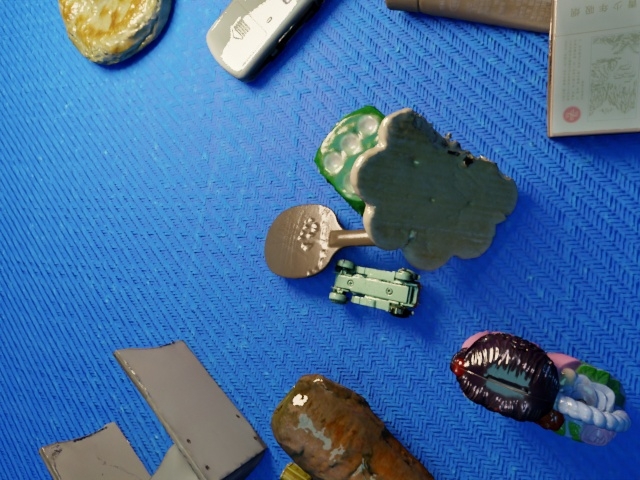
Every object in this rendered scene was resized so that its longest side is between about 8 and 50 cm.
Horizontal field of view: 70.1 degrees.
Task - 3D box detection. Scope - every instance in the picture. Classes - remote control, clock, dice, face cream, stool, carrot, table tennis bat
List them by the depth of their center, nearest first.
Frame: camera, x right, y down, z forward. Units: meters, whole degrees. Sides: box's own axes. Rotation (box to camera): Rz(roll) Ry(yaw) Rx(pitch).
[{"bbox_3d":[0.258,0.172,0.552,0.194,0.195,0.100,15,88,24],"label":"clock"},{"bbox_3d":[0.061,0.323,0.655,0.302,0.138,0.139,46,102,12],"label":"carrot"},{"bbox_3d":[0.267,-0.369,0.662,0.341,0.084,0.137,13,107,18],"label":"face cream"},{"bbox_3d":[0.076,-0.115,0.691,0.128,0.120,0.131,-42,73,13],"label":"dice"},{"bbox_3d":[0.000,0.000,0.738,0.234,0.022,0.131,-2,71,36],"label":"table tennis bat"},{"bbox_3d":[-0.279,0.355,0.768,0.269,0.170,0.244,45,101,20],"label":"stool"},{"bbox_3d":[-0.079,-0.422,0.816,0.296,0.056,0.140,-44,70,14],"label":"remote control"}]

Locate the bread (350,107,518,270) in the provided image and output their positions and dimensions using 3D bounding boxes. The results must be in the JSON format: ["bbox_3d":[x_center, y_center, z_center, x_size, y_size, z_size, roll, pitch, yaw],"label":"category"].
[{"bbox_3d":[0.148,-0.055,0.623,0.182,0.250,0.039,-60,24,11],"label":"bread"}]

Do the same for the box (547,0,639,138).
[{"bbox_3d":[0.372,-0.238,0.590,0.141,0.058,0.201,0,99,22],"label":"box"}]

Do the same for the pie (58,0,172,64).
[{"bbox_3d":[-0.438,-0.515,0.967,0.302,0.067,0.303,-3,82,21],"label":"pie"}]

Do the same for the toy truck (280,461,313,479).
[{"bbox_3d":[-0.028,0.400,0.727,0.083,0.049,0.054,23,93,24],"label":"toy truck"}]

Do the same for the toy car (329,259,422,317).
[{"bbox_3d":[0.083,0.073,0.708,0.143,0.054,0.073,7,87,30],"label":"toy car"}]
